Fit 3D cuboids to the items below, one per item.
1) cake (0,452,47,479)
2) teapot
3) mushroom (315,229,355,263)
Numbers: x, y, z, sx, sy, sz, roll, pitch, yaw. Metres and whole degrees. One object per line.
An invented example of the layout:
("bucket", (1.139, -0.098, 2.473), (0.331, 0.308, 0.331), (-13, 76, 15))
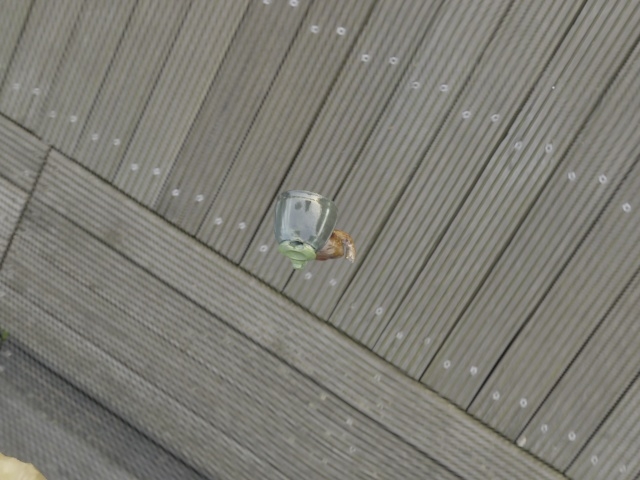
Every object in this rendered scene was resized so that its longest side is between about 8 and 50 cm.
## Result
("cake", (-0.317, 0.228, 0.359), (0.306, 0.293, 0.314), (22, 114, 3))
("teapot", (-0.019, -0.008, 1.135), (0.092, 0.124, 0.091), (-1, 64, 32))
("mushroom", (-0.001, 0.002, 1.611), (0.170, 0.135, 0.080), (26, 87, -19))
